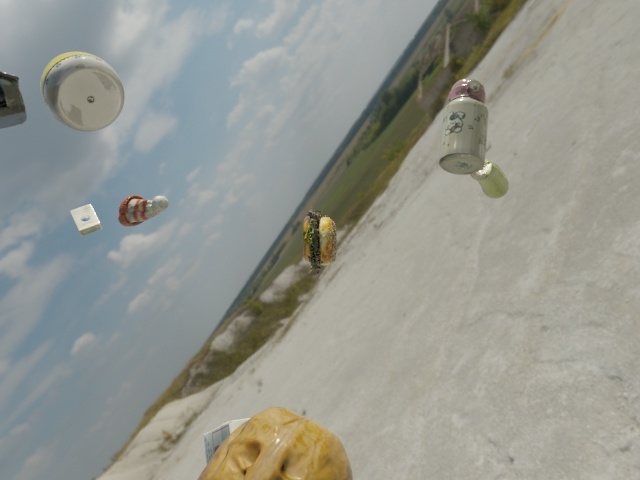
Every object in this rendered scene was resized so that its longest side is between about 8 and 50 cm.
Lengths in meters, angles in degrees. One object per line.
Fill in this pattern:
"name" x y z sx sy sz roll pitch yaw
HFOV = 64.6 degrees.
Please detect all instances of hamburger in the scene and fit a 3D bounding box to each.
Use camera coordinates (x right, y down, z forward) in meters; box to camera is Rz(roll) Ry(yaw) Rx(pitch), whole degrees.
"hamburger" 0.000 -0.004 1.425 0.164 0.093 0.190 85 -175 -56

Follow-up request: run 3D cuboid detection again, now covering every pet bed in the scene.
"pet bed" -0.990 -0.428 1.515 0.183 0.160 0.210 -22 11 -26

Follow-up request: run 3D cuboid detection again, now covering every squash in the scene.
"squash" 0.504 -0.184 1.505 0.083 0.083 0.250 -54 -30 11

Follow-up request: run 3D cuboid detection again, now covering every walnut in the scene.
"walnut" -0.108 0.585 1.138 0.398 0.353 0.308 -58 -38 -42

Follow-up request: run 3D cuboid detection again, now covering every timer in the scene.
"timer" -0.848 -0.537 1.779 0.285 0.285 0.285 -54 4 5

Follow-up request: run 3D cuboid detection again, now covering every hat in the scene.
"hat" -0.536 -0.098 1.568 0.162 0.094 0.112 -3 27 25

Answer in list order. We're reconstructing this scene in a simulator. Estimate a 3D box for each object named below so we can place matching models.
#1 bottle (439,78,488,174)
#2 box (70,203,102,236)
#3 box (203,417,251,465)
"bottle" 0.358 -0.288 1.253 0.110 0.109 0.234 136 146 -70
"box" -0.596 -0.052 1.289 0.054 0.083 0.024 -23 -37 -26
"box" -0.327 0.778 1.833 0.330 0.095 0.210 -43 53 51
